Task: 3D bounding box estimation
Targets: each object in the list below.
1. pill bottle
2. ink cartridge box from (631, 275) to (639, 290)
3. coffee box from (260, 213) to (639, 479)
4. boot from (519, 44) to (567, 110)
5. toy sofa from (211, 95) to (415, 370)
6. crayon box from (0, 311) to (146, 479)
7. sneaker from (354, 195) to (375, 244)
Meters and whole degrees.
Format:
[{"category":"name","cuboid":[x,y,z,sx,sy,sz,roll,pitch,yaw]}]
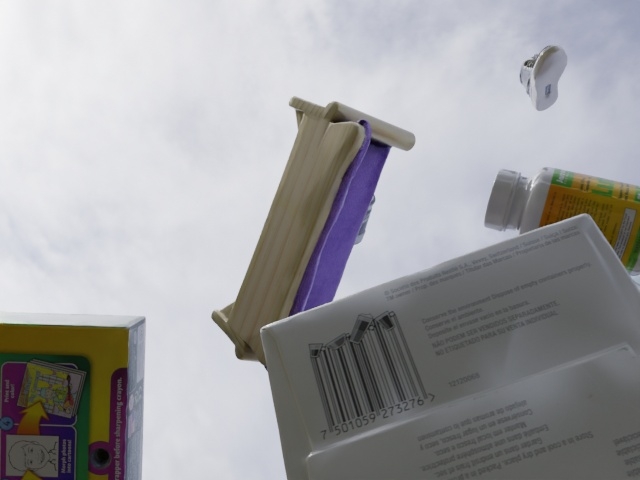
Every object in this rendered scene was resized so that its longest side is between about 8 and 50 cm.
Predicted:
[{"category":"pill bottle","cuboid":[0.394,-0.040,1.014,0.245,0.136,0.136,15,-66,18]},{"category":"ink cartridge box","cuboid":[0.794,0.158,1.271,0.385,0.308,0.091,26,-42,57]},{"category":"coffee box","cuboid":[0.169,0.247,0.624,0.337,0.338,0.334,-19,-40,3]},{"category":"boot","cuboid":[0.425,-0.336,1.253,0.069,0.190,0.086,-25,-114,1]},{"category":"toy sofa","cuboid":[0.000,0.000,0.879,0.177,0.150,0.363,32,-76,51]},{"category":"crayon box","cuboid":[-0.422,0.288,0.916,0.313,0.106,0.363,2,-87,-1]},{"category":"sneaker","cuboid":[0.007,-0.053,1.425,0.099,0.282,0.153,46,-49,31]}]
